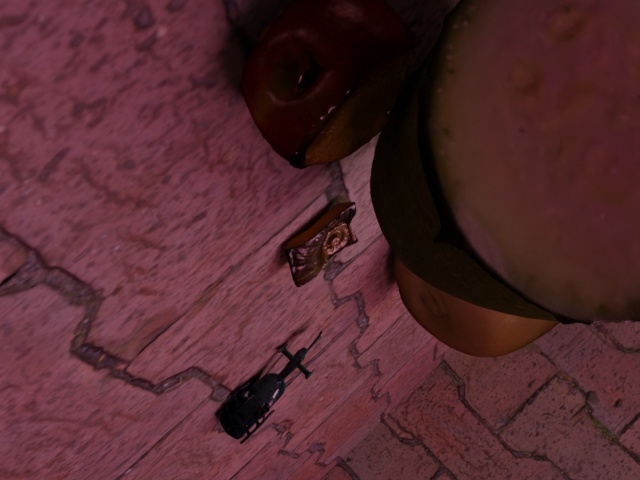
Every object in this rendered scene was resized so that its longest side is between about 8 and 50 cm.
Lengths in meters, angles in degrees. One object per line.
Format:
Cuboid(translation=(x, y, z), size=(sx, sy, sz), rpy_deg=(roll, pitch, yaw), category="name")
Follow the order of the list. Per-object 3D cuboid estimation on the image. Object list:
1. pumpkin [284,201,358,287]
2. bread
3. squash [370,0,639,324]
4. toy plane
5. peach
Cuboid(translation=(-0.001, 0.000, 0.938), size=(0.101, 0.035, 0.073), rpy_deg=(-36, 149, -16), category="pumpkin")
Cuboid(translation=(0.321, 0.001, 1.299), size=(0.376, 0.253, 0.348), rpy_deg=(-41, 158, -19), category="bread")
Cuboid(translation=(0.180, -0.064, 0.663), size=(0.263, 0.263, 0.384), rpy_deg=(-45, 180, -1), category="squash")
Cuboid(translation=(-0.077, 0.224, 1.217), size=(0.235, 0.060, 0.096), rpy_deg=(-48, 170, 18), category="toy plane")
Cuboid(translation=(0.006, -0.120, 0.596), size=(0.127, 0.092, 0.172), rpy_deg=(-44, 174, 12), category="peach")
